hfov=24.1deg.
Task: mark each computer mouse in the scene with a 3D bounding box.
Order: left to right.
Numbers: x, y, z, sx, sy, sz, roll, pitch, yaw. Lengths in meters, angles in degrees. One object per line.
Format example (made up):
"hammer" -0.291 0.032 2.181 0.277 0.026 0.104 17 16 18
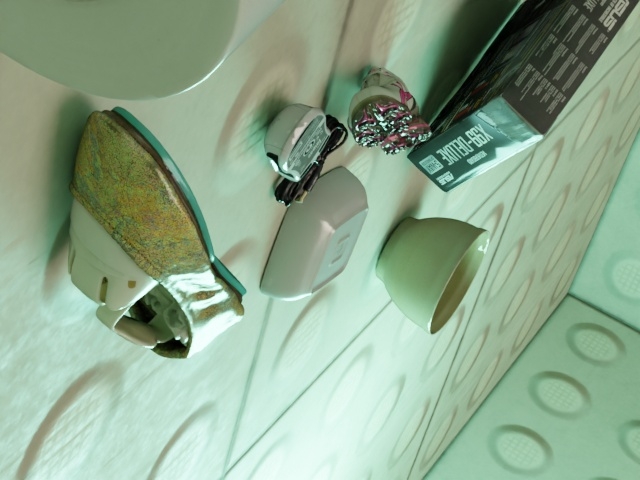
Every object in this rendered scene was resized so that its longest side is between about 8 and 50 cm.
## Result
"computer mouse" -0.022 -0.095 1.452 0.106 0.042 0.193 -55 169 -5

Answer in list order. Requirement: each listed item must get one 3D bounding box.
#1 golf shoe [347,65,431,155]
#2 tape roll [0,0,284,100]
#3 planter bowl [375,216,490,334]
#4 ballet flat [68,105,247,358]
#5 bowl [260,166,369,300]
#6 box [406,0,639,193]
"golf shoe" 0.060 -0.142 1.575 0.067 0.086 0.186 -27 170 11
"tape roll" -0.088 -0.210 0.688 0.169 0.246 0.246 -49 160 -33
"planter bowl" 0.144 0.034 2.044 0.162 0.109 0.162 -54 163 -25
"ballet flat" -0.138 0.016 1.174 0.123 0.123 0.348 -57 163 -13
"bowl" 0.000 0.000 1.656 0.142 0.053 0.142 -33 149 -57
"box" 0.263 -0.219 1.863 0.307 0.076 0.242 -53 -170 -26
